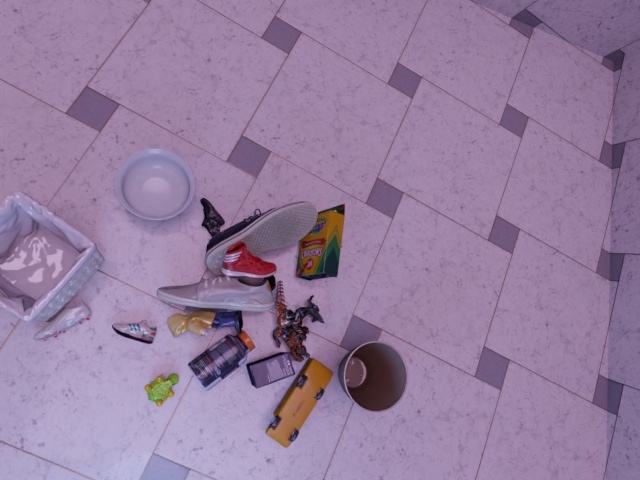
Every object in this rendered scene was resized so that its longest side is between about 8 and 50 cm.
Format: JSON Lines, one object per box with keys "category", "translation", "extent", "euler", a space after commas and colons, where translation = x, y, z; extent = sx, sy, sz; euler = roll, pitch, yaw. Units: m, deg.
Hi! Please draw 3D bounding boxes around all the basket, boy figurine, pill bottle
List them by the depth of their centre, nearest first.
{"category": "basket", "translation": [-0.999, 0.069, 1.567], "extent": [0.328, 0.266, 0.331], "euler": [36, 71, -5]}
{"category": "boy figurine", "translation": [-0.447, 0.321, 1.726], "extent": [0.284, 0.177, 0.092], "euler": [-6, 107, -5]}
{"category": "pill bottle", "translation": [-0.373, 0.452, 1.727], "extent": [0.245, 0.130, 0.130], "euler": [-35, 89, -20]}

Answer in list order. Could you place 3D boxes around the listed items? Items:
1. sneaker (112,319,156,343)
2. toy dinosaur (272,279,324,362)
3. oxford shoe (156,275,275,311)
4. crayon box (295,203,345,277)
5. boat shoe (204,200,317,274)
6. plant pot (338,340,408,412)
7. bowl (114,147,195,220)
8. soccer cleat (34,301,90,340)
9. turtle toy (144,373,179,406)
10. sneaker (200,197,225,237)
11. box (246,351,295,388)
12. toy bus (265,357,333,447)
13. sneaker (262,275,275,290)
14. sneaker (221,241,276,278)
{"category": "sneaker", "translation": [-0.704, 0.335, 1.708], "extent": [0.161, 0.057, 0.075], "euler": [22, 56, -9]}
{"category": "toy dinosaur", "translation": [-0.104, 0.325, 1.833], "extent": [0.218, 0.164, 0.322], "euler": [-21, 105, -3]}
{"category": "oxford shoe", "translation": [-0.398, 0.194, 1.744], "extent": [0.448, 0.169, 0.130], "euler": [4, 96, -10]}
{"category": "crayon box", "translation": [0.000, 0.000, 1.900], "extent": [0.081, 0.202, 0.319], "euler": [19, 70, -34]}
{"category": "boat shoe", "translation": [-0.247, -0.033, 1.836], "extent": [0.499, 0.156, 0.187], "euler": [-28, 126, -10]}
{"category": "plant pot", "translation": [0.172, 0.531, 1.788], "extent": [0.256, 0.274, 0.257], "euler": [4, 77, -16]}
{"category": "bowl", "translation": [-0.655, -0.208, 1.799], "extent": [0.297, 0.134, 0.298], "euler": [3, 77, -15]}
{"category": "soccer cleat", "translation": [-0.945, 0.296, 1.639], "extent": [0.196, 0.068, 0.076], "euler": [-29, 81, -27]}
{"category": "turtle toy", "translation": [-0.588, 0.550, 1.677], "extent": [0.130, 0.066, 0.095], "euler": [-37, 91, -21]}
{"category": "sneaker", "translation": [-0.466, -0.091, 1.870], "extent": [0.089, 0.051, 0.170], "euler": [-42, 94, -25]}
{"category": "box", "translation": [-0.198, 0.503, 1.752], "extent": [0.158, 0.156, 0.093], "euler": [-16, 81, -19]}
{"category": "toy bus", "translation": [-0.086, 0.631, 1.767], "extent": [0.108, 0.130, 0.333], "euler": [38, 70, -6]}
{"category": "sneaker", "translation": [-0.229, 0.211, 1.849], "extent": [0.058, 0.084, 0.152], "euler": [28, 72, -8]}
{"category": "sneaker", "translation": [-0.266, 0.075, 1.739], "extent": [0.221, 0.087, 0.128], "euler": [-1, 120, -29]}
